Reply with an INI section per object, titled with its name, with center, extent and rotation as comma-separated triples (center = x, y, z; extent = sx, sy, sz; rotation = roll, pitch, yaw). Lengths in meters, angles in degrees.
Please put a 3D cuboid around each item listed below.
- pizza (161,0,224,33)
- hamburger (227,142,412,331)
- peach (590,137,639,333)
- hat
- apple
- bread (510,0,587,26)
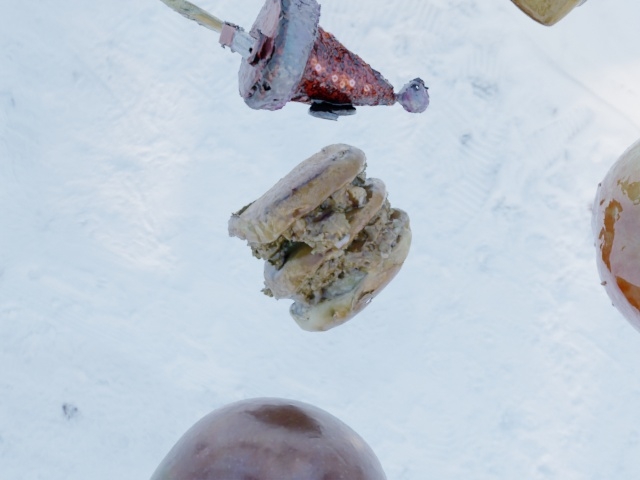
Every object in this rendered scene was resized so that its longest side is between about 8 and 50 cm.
[pizza]
center = -0.316, -0.542, 1.598
extent = 0.262, 0.181, 0.034
rotation = 29, 100, 6
[hamburger]
center = -0.004, -0.009, 0.989
extent = 0.261, 0.245, 0.211
rotation = -35, 106, 23
[peach]
center = 0.333, -0.007, 0.571
extent = 0.233, 0.232, 0.232
rotation = -1, 91, -22
[hat]
center = 0.012, -0.178, 0.728
extent = 0.228, 0.140, 0.128
rotation = 15, 86, -22
[apple]
center = -0.069, 0.322, 0.786
extent = 0.306, 0.235, 0.305
rotation = -6, 61, 10
[bread]
center = 0.212, -0.324, 0.709
extent = 0.200, 0.116, 0.077
rotation = 44, 59, 13
